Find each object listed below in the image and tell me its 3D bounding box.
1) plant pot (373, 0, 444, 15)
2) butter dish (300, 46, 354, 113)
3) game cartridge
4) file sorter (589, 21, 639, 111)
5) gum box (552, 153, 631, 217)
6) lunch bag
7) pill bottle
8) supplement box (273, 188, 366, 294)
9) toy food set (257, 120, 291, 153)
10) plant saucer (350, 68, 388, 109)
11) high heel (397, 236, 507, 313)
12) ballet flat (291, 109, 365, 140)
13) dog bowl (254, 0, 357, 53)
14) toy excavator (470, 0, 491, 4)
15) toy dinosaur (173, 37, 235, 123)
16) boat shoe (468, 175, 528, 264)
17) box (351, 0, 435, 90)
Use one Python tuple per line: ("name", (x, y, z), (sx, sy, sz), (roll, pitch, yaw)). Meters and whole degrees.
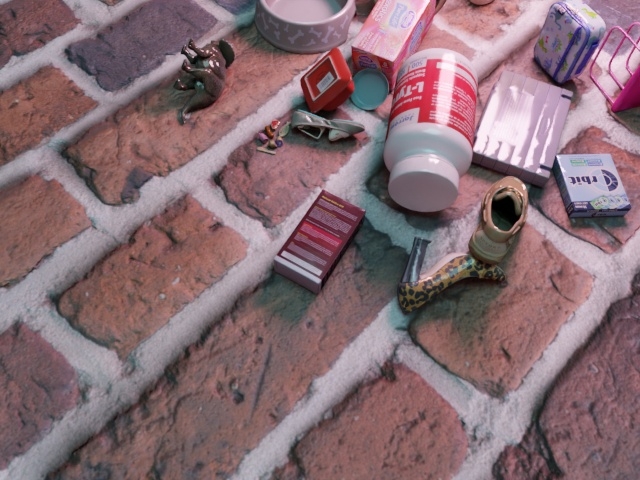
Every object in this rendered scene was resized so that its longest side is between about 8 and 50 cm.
("plant pot", (0.324, -0.866, 1.782), (0.263, 0.263, 0.229), (27, 44, 13))
("butter dish", (0.039, -0.451, 1.593), (0.160, 0.118, 0.160), (-35, 55, 26))
("game cartridge", (0.579, -0.333, 1.573), (0.230, 0.068, 0.355), (20, 62, 14))
("file sorter", (1.004, -0.545, 1.625), (0.291, 0.202, 0.182), (-14, 60, -9))
("gum box", (0.737, -0.152, 1.484), (0.157, 0.041, 0.184), (-2, 60, -3))
("lunch bag", (0.745, -0.599, 1.635), (0.090, 0.219, 0.176), (-21, 64, -13))
("pill bottle", (0.291, -0.289, 1.438), (0.229, 0.229, 0.407), (10, 60, 4))
("supplement box", (0.000, 0.000, 1.354), (0.130, 0.073, 0.239), (28, 64, 13))
("toy food set", (-0.136, -0.304, 1.551), (0.078, 0.019, 0.122), (15, 61, 6))
("plant saucer", (0.146, -0.448, 1.611), (0.119, 0.021, 0.119), (3, 100, 19))
("high heel", (0.317, 0.115, 1.317), (0.261, 0.093, 0.186), (18, 87, -9))
("ballet flat", (0.019, -0.317, 1.548), (0.213, 0.072, 0.068), (14, 88, 7))
("dog bowl", (-0.047, -0.769, 1.772), (0.349, 0.102, 0.348), (0, 60, -1))
("toy excavator", (0.465, -1.071, 1.927), (0.433, 0.222, 0.445), (18, 75, 8))
("toy dinosaur", (-0.333, -0.488, 1.589), (0.160, 0.121, 0.313), (16, 71, -31))
("boat shoe", (0.467, -0.077, 1.352), (0.122, 0.110, 0.341), (26, 44, 9))
("box", (0.223, -0.631, 1.638), (0.142, 0.154, 0.300), (26, 75, 15))
